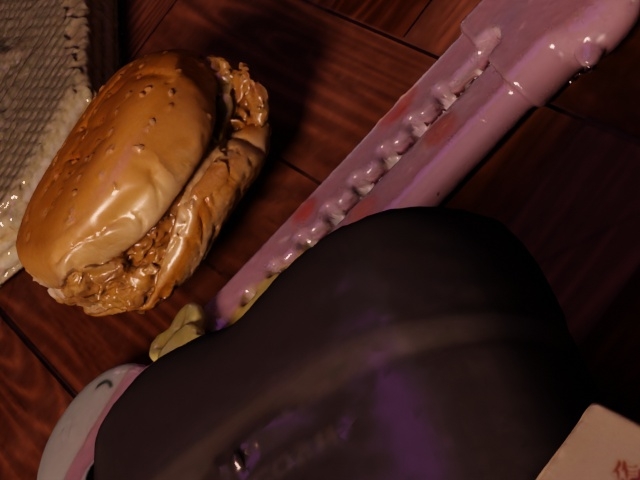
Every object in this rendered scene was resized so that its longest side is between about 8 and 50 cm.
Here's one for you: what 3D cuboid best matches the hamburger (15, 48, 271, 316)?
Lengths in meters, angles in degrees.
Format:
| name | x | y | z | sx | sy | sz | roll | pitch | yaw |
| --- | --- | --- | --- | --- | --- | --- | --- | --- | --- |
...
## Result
| name | x | y | z | sx | sy | sz | roll | pitch | yaw |
| --- | --- | --- | --- | --- | --- | --- | --- | --- | --- |
| hamburger | -0.091 | -0.031 | 0.937 | 0.147 | 0.083 | 0.138 | -60 | 25 | -15 |

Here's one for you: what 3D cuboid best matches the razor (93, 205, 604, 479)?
| name | x | y | z | sx | sy | sz | roll | pitch | yaw |
| --- | --- | --- | --- | --- | --- | --- | --- | --- | --- |
| razor | 0.023 | 0.156 | 0.591 | 0.204 | 0.113 | 0.349 | -33 | 44 | 22 |

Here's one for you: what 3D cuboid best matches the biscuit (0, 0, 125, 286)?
| name | x | y | z | sx | sy | sz | roll | pitch | yaw |
| --- | --- | --- | --- | --- | --- | --- | --- | --- | --- |
| biscuit | -0.191 | -0.079 | 1.143 | 0.150 | 0.052 | 0.252 | -36 | 36 | 23 |

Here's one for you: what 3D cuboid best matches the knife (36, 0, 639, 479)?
| name | x | y | z | sx | sy | sz | roll | pitch | yaw |
| --- | --- | --- | --- | --- | --- | --- | --- | --- | --- |
| knife | 0.000 | 0.000 | 0.846 | 0.398 | 0.038 | 0.132 | -45 | 35 | 10 |

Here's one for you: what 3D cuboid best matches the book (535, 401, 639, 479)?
| name | x | y | z | sx | sy | sz | roll | pitch | yaw |
| --- | --- | --- | --- | --- | --- | --- | --- | --- | --- |
| book | 0.081 | 0.157 | 0.462 | 0.162 | 0.022 | 0.232 | 29 | 54 | 22 |
